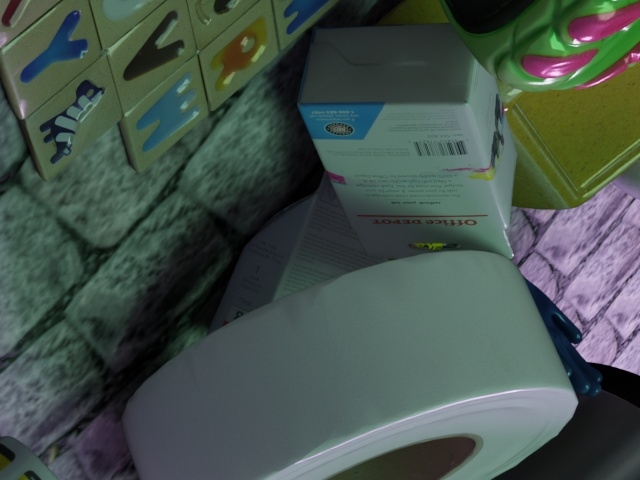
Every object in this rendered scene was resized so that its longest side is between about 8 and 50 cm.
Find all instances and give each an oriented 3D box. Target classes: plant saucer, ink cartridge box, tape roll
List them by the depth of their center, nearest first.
[{"bbox_3d":[0.061,-0.057,1.197,0.181,0.104,0.062,65,30,-56],"label":"ink cartridge box"},{"bbox_3d":[0.020,0.116,1.254,0.286,0.100,0.286,-20,160,-8],"label":"tape roll"},{"bbox_3d":[0.000,0.000,1.302,0.145,0.045,0.179,20,89,-64],"label":"ink cartridge box"},{"bbox_3d":[0.216,-0.150,1.311,0.332,0.081,0.333,-38,156,6],"label":"plant saucer"}]

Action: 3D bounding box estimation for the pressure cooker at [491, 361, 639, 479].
[{"bbox_3d":[0.175,0.304,1.574,0.420,0.369,0.376,-29,116,-46],"label":"pressure cooker"}]

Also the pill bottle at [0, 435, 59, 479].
[{"bbox_3d":[-0.206,0.173,1.124,0.116,0.065,0.065,-41,153,-22],"label":"pill bottle"}]

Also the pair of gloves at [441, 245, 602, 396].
[{"bbox_3d":[0.146,0.060,1.483,0.023,0.159,0.198,-40,165,21],"label":"pair of gloves"}]

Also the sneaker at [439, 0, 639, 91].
[{"bbox_3d":[0.202,-0.297,0.997,0.483,0.202,0.185,-50,161,22],"label":"sneaker"}]

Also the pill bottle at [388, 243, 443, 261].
[{"bbox_3d":[0.067,-0.002,1.388,0.043,0.043,0.083,-11,133,-55],"label":"pill bottle"}]

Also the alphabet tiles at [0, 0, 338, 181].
[{"bbox_3d":[-0.036,-0.185,1.006,0.342,0.011,0.285,-43,153,-20],"label":"alphabet tiles"}]

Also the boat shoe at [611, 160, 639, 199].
[{"bbox_3d":[0.384,-0.152,1.602,0.367,0.156,0.136,-42,154,-21],"label":"boat shoe"}]
